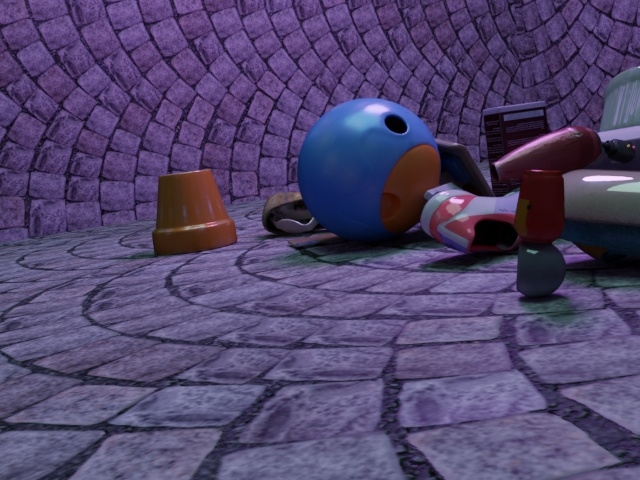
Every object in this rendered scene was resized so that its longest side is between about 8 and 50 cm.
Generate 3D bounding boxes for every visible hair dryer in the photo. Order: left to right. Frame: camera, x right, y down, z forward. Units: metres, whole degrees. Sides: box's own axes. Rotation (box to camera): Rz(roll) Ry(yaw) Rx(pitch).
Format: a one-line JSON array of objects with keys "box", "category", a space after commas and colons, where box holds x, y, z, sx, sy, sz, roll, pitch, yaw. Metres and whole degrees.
[{"box": [0.423, -0.108, 1.332, 0.294, 0.223, 0.080, 11, 39, -34], "category": "hair dryer"}]

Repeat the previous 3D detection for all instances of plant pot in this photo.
[{"box": [-0.319, -0.075, 1.818, 0.205, 0.187, 0.205, -8, 8, 1], "category": "plant pot"}]

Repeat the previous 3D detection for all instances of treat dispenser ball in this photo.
[{"box": [0.097, -0.139, 1.484, 0.288, 0.288, 0.288, -8, 7, 1], "category": "treat dispenser ball"}]

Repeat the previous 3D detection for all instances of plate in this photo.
[{"box": [0.557, -0.162, 1.508, 0.278, 0.045, 0.278, -9, -16, -3], "category": "plate"}]

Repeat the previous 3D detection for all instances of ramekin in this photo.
[{"box": [0.753, -0.233, 1.606, 0.304, 0.148, 0.303, 21, -16, 6], "category": "ramekin"}]

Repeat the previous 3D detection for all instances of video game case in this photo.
[{"box": [0.280, -0.059, 1.404, 0.143, 0.019, 0.157, 36, 23, 16], "category": "video game case"}]

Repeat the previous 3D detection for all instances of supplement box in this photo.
[{"box": [0.460, -0.193, 1.712, 0.130, 0.239, 0.073, -10, 6, -19], "category": "supplement box"}]

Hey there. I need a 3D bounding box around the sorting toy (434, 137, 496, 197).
[{"box": [0.266, -0.146, 1.629, 0.041, 0.229, 0.307, -46, 27, -7], "category": "sorting toy"}]

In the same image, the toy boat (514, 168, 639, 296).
[{"box": [0.355, -0.015, 0.933, 0.318, 0.148, 0.268, -4, 9, -34], "category": "toy boat"}]

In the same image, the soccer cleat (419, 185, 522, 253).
[{"box": [0.316, -0.026, 1.218, 0.318, 0.108, 0.116, -3, 33, -31], "category": "soccer cleat"}]

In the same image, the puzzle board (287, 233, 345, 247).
[{"box": [0.000, 0.000, 1.603, 0.128, 0.011, 0.096, -10, 9, -13], "category": "puzzle board"}]

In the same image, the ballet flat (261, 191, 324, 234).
[{"box": [0.012, -0.068, 1.785, 0.349, 0.123, 0.123, -5, 8, 26], "category": "ballet flat"}]
